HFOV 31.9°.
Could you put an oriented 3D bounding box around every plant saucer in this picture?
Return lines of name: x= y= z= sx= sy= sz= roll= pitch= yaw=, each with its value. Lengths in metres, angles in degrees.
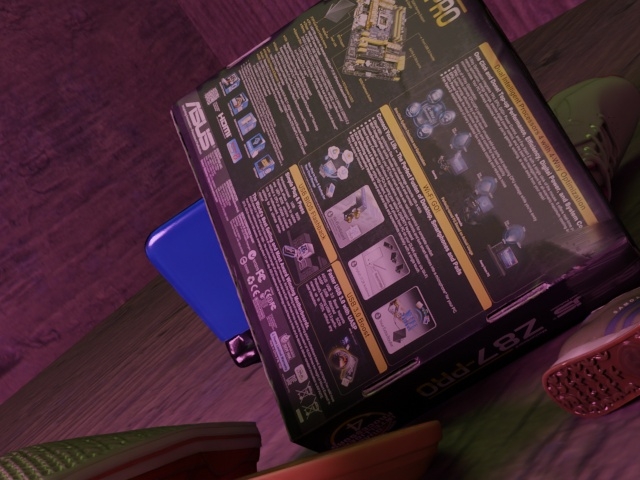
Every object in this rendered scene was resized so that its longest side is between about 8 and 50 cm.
plant saucer: x=-0.004 y=0.176 z=0.814 sx=0.200 sy=0.037 sz=0.200 roll=-17 pitch=-10 yaw=-3

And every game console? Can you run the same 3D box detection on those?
game console: x=0.000 y=0.000 z=1.263 sx=0.293 sy=0.173 sz=0.250 roll=-32 pitch=-10 yaw=18

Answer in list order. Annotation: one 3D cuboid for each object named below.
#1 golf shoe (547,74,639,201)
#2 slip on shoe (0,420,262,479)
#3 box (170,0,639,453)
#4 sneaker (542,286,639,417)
golf shoe: x=0.253 y=-0.060 z=1.127 sx=0.306 sy=0.115 sz=0.140 roll=-46 pitch=23 yaw=-24
slip on shoe: x=-0.143 y=0.198 z=0.873 sx=0.123 sy=0.101 sz=0.331 roll=-7 pitch=-9 yaw=23
box: x=0.057 y=-0.052 z=1.004 sx=0.318 sy=0.395 sz=0.097 roll=-35 pitch=-35 yaw=15
sneaker: x=0.228 y=0.051 z=0.712 sx=0.192 sy=0.064 sz=0.086 roll=-30 pitch=15 yaw=49
